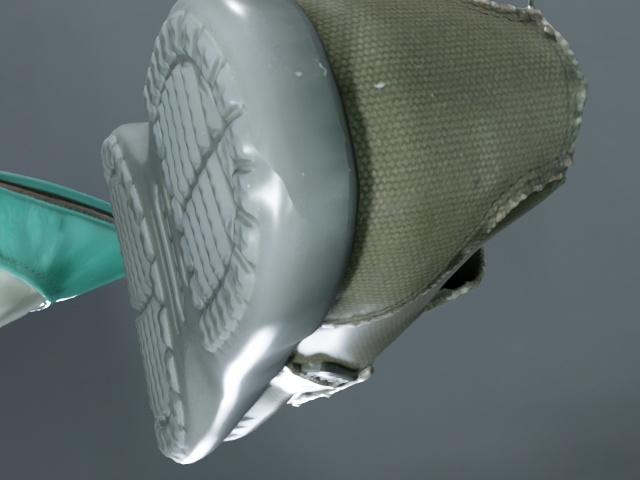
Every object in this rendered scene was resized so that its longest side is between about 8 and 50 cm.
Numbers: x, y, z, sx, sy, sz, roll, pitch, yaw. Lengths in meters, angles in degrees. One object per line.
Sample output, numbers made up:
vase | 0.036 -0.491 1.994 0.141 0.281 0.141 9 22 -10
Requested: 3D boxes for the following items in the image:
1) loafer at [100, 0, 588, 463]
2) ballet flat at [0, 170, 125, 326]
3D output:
loafer | 0.000 0.000 0.443 0.251 0.087 0.094 146 112 -77
ballet flat | -0.180 0.002 0.720 0.083 0.247 0.087 -15 62 51
